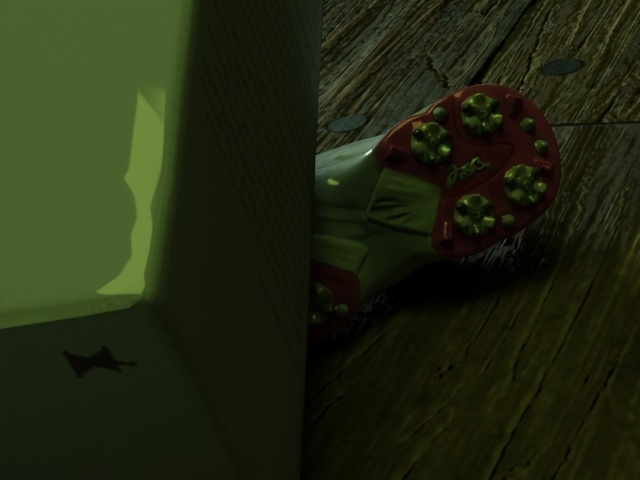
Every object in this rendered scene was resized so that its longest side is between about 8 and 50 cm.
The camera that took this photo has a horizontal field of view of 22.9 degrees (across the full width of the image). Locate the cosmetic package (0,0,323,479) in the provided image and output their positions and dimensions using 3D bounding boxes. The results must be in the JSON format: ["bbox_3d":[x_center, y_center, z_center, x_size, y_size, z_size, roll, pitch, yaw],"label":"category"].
[{"bbox_3d":[-0.103,-0.069,0.824,0.161,0.230,0.453,-8,49,11],"label":"cosmetic package"}]

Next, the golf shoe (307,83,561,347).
[{"bbox_3d":[0.000,0.000,0.998,0.306,0.115,0.140,-20,0,-9],"label":"golf shoe"}]
